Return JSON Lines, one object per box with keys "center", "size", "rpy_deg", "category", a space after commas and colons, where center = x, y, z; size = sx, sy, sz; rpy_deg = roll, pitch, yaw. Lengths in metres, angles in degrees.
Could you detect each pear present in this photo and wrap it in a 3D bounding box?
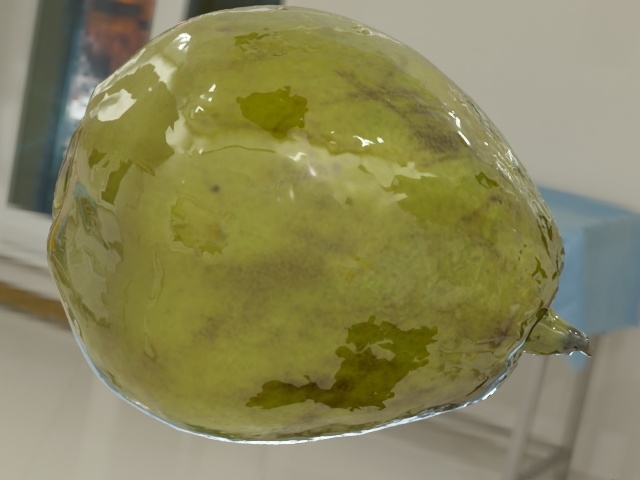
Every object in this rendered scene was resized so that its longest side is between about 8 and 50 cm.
{"center": [0.000, 0.000, 1.055], "size": [0.375, 0.287, 0.287], "rpy_deg": [21, 12, 6], "category": "pear"}

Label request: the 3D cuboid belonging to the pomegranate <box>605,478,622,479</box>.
{"center": [0.299, 0.308, 1.773], "size": [0.142, 0.114, 0.114], "rpy_deg": [19, 14, 23], "category": "pomegranate"}
